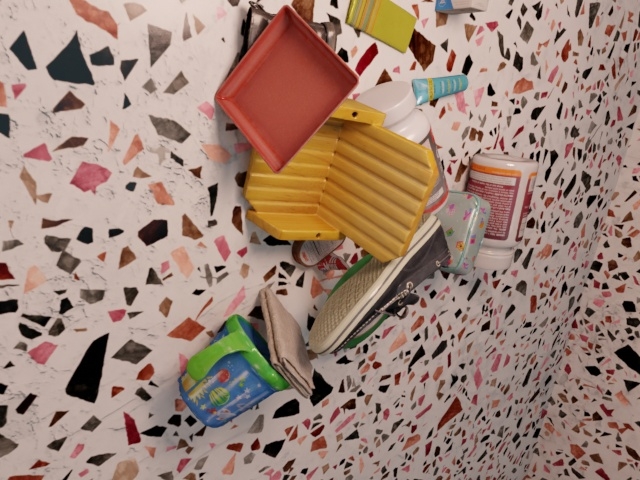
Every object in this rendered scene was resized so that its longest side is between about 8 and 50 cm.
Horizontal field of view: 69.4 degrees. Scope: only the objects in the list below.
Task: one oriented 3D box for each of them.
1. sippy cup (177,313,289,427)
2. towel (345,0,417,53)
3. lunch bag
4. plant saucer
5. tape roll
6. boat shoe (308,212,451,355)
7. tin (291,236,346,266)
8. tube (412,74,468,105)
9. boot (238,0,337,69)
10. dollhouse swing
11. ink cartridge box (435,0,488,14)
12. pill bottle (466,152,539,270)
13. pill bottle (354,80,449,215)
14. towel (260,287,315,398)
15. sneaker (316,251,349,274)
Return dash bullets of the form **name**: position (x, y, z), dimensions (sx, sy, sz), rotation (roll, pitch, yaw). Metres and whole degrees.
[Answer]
- **sippy cup**: position (-0.232, 0.348, 1.192), dimensions (0.224, 0.240, 0.305), rotation (-39, 117, -6)
- **towel**: position (0.167, -0.597, 1.251), dimensions (0.237, 0.021, 0.102), rotation (6, 109, -41)
- **lunch bag**: position (0.425, -0.028, 1.553), dimensions (0.108, 0.224, 0.279), rotation (17, 90, -45)
- **plant saucer**: position (-0.073, -0.316, 0.986), dimensions (0.259, 0.258, 0.048), rotation (-45, 161, 18)
- **tape roll**: position (0.138, 0.186, 1.437), dimensions (0.321, 0.077, 0.321), rotation (-33, 145, -28)
- **boat shoe**: position (0.173, 0.130, 1.210), dimensions (0.500, 0.187, 0.156), rotation (-43, 104, -23)
- **tin**: position (0.000, 0.000, 1.347), dimensions (0.189, 0.040, 0.106), rotation (-38, 123, -20)
- **tube**: position (0.370, -0.478, 1.443), dimensions (0.207, 0.052, 0.080), rotation (-19, 108, -25)
- **boot**: position (-0.084, -0.410, 1.094), dimensions (0.229, 0.091, 0.263), rotation (-7, 116, -27)
- **dollhouse swing**: position (0.033, -0.128, 1.081), dimensions (0.315, 0.305, 0.347), rotation (0, 122, -32)
- **ink cartridge box**: position (0.413, -0.770, 1.297), dimensions (0.078, 0.134, 0.231), rotation (-9, 112, -35)
- **pill bottle**: position (0.633, -0.106, 1.679), dimensions (0.224, 0.224, 0.392), rotation (-9, 113, -36)
- **pill bottle**: position (0.224, -0.242, 1.309), dimensions (0.210, 0.210, 0.363), rotation (-42, 129, -18)
- **towel**: position (-0.089, 0.266, 1.232), dimensions (0.049, 0.282, 0.187), rotation (-28, 128, 4)
- **sneaker**: position (0.033, 0.074, 1.349), dimensions (0.067, 0.118, 0.042), rotation (-38, 117, -14)
